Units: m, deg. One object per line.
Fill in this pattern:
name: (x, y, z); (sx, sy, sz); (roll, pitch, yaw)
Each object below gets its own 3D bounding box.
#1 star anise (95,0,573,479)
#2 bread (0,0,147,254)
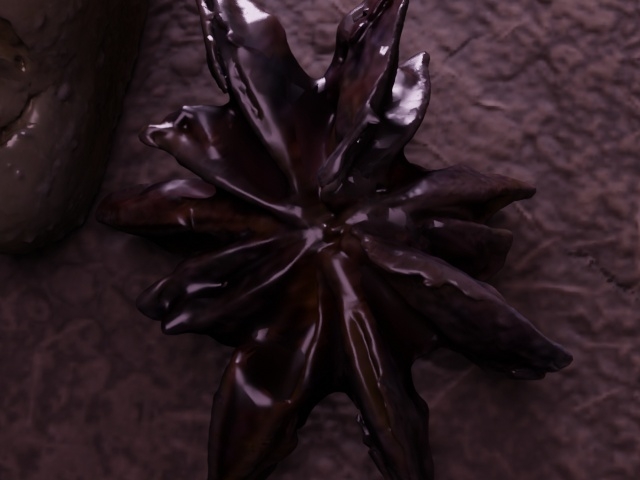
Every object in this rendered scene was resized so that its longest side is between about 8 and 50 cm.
star anise: (0.005, 0.001, 0.712); (0.212, 0.129, 0.283); (-26, 77, 2)
bread: (-0.139, -0.167, 0.760); (0.102, 0.183, 0.337); (12, 70, 2)
